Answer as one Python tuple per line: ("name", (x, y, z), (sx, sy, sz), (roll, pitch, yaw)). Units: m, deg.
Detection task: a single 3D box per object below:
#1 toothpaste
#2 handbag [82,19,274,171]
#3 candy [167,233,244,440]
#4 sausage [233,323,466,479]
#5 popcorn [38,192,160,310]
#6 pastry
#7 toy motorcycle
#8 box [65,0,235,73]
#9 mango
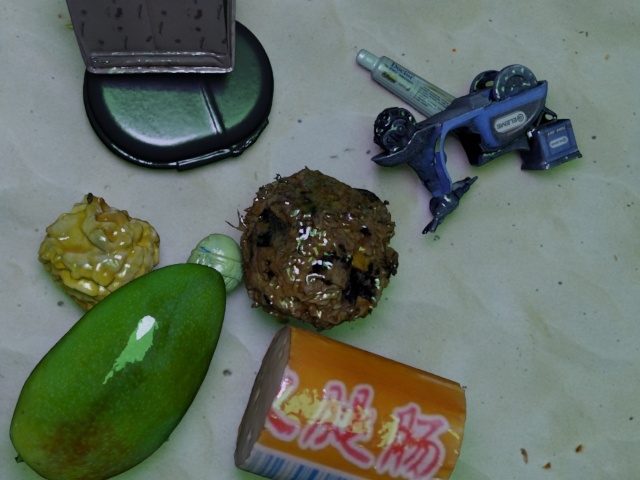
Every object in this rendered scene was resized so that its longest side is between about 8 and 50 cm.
("toothpaste", (0.172, -0.254, 1.524), (0.256, 0.037, 0.067), (30, 79, -10))
("handbag", (-0.223, -0.242, 1.412), (0.308, 0.093, 0.253), (-17, 84, -14))
("candy", (-0.198, 0.151, 1.371), (0.093, 0.092, 0.335), (17, 87, 5))
("sausage", (0.040, 0.273, 1.314), (0.287, 0.233, 0.233), (20, 78, -7))
("popcorn", (-0.333, 0.018, 1.328), (0.180, 0.180, 0.170), (9, 118, -10))
("pastry", (0.000, 0.000, 1.340), (0.275, 0.192, 0.274), (4, 49, -4))
("toy motorcycle", (0.254, -0.160, 1.470), (0.359, 0.125, 0.212), (-22, 101, -16))
("box", (-0.245, -0.422, 1.318), (0.225, 0.190, 0.297), (-2, 58, -2))
("mango", (-0.273, 0.187, 1.260), (0.382, 0.201, 0.225), (-48, 131, -5))
